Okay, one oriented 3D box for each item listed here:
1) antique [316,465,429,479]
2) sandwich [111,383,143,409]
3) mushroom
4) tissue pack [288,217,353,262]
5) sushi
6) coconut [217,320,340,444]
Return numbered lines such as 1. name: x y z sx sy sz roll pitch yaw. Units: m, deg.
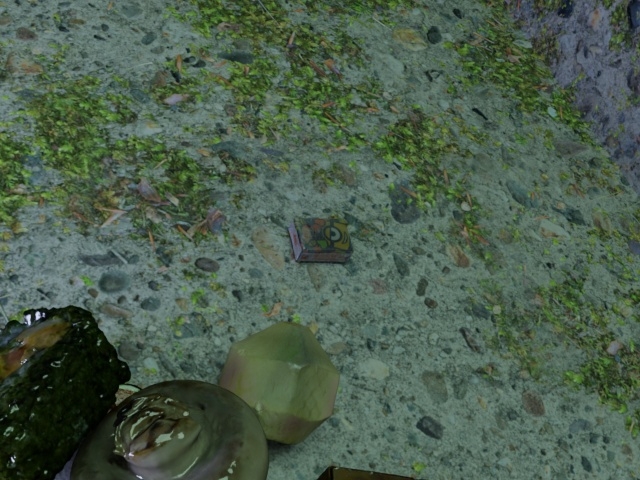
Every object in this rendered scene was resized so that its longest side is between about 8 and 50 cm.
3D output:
1. antique: 0.146 0.555 1.784 0.310 0.087 0.093 12 49 -17
2. sandwich: -0.397 0.330 1.733 0.101 0.026 0.069 3 57 -21
3. mushroom: -0.276 0.393 1.524 0.362 0.294 0.362 -7 37 5
4. tissue pack: 0.000 0.000 2.168 0.148 0.060 0.108 1 53 -24
5. sushi: -0.545 0.284 1.517 0.294 0.178 0.352 -3 33 29
6. coconut: -0.086 0.292 1.784 0.259 0.259 0.259 14 50 -17
